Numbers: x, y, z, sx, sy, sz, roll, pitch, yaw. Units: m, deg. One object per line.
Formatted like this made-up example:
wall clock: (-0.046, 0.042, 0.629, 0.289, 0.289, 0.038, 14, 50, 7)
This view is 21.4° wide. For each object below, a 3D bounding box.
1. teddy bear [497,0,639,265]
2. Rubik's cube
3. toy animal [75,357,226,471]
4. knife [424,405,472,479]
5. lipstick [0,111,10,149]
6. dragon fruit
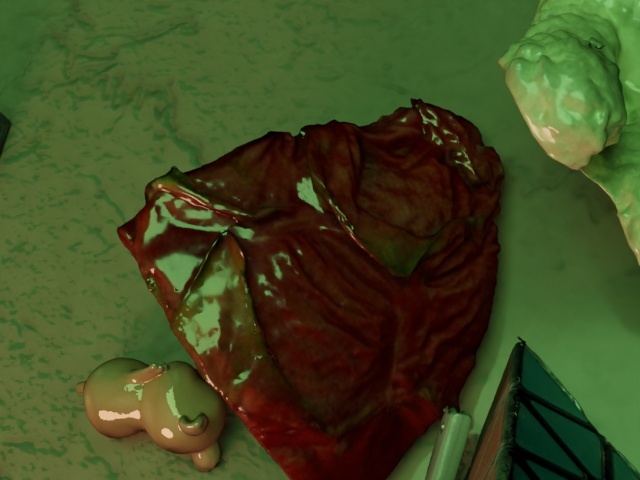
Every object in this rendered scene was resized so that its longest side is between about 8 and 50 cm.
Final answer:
teddy bear: (0.335, -0.206, 1.251, 0.362, 0.375, 0.327, -36, 107, 22)
Rubik's cube: (0.165, 0.228, 1.247, 0.229, 0.233, 0.228, -25, 17, -30)
toy animal: (-0.139, 0.139, 1.407, 0.150, 0.083, 0.089, 12, 89, 32)
knife: (0.084, 0.208, 1.320, 0.023, 0.044, 0.162, 17, 92, -4)
lipstick: (-0.448, -0.122, 1.590, 0.317, 0.068, 0.066, 12, 77, 21)
dragon fruit: (0.000, 0.000, 1.368, 0.330, 0.302, 0.240, -48, 35, -15)
